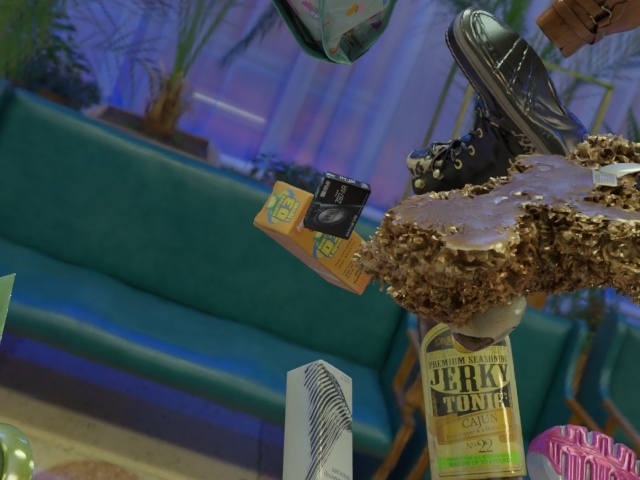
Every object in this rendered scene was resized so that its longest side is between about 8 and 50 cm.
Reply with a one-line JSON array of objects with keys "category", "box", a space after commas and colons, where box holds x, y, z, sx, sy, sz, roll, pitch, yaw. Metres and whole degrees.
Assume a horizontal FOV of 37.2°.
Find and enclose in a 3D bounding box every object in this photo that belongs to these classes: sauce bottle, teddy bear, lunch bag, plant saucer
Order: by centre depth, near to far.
[{"category": "teddy bear", "box": [0.193, -0.001, 0.758, 0.245, 0.113, 0.338, 15, 28, 35]}, {"category": "sauce bottle", "box": [0.168, 0.139, 1.110, 0.111, 0.344, 0.111, -6, -14, -1]}, {"category": "lunch bag", "box": [-0.003, -0.365, 1.230, 0.223, 0.160, 0.262, 58, -9, 11]}, {"category": "plant saucer", "box": [-0.593, 0.410, 1.595, 0.241, 0.241, 0.037, 34, -14, 40]}]

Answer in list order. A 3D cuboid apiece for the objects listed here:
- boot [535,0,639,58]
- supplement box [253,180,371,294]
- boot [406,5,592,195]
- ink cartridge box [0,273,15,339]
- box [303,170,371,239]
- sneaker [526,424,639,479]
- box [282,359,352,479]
[{"category": "boot", "box": [0.422, -0.405, 1.461, 0.283, 0.220, 0.109, 29, 37, -56]}, {"category": "supplement box", "box": [0.000, 0.000, 1.444, 0.080, 0.078, 0.233, 23, -10, 40]}, {"category": "boot", "box": [0.251, -0.166, 1.521, 0.377, 0.284, 0.138, 45, 49, -22]}, {"category": "ink cartridge box", "box": [-0.572, 0.139, 1.471, 0.235, 0.171, 0.056, -15, -29, 42]}, {"category": "box", "box": [0.022, -0.046, 1.277, 0.067, 0.083, 0.018, 17, 29, -16]}, {"category": "sneaker", "box": [0.244, 0.267, 0.791, 0.252, 0.111, 0.103, 52, 39, -4]}, {"category": "box", "box": [-0.004, 0.379, 1.835, 0.113, 0.094, 0.275, 36, 41, -39]}]
